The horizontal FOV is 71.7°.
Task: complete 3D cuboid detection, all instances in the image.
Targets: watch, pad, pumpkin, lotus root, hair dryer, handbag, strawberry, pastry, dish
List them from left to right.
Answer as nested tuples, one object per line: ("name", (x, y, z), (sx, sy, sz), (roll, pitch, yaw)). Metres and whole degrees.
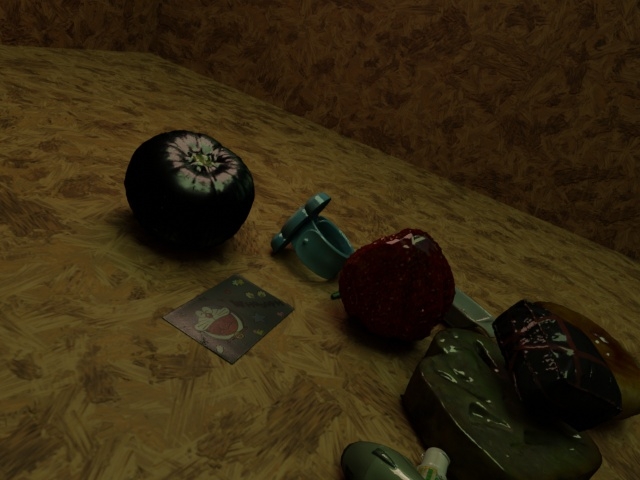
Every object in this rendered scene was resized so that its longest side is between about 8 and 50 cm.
("pumpkin", (-0.315, -0.115, 1.068), (0.315, 0.238, 0.315), (14, 44, -14))
("pad", (-0.178, 0.148, 0.912), (0.170, 0.006, 0.245), (28, 26, 15))
("watch", (0.000, 0.000, 1.178), (0.193, 0.211, 0.211), (47, 29, 5))
("hair dryer", (0.080, 0.347, 0.550), (0.219, 0.088, 0.225), (-6, 10, 36))
("strawberry", (0.182, 0.093, 0.982), (0.238, 0.288, 0.250), (42, 50, 18))
("dish", (0.367, 0.188, 1.183), (0.154, 0.064, 0.234), (12, 23, -46))
("lotus root", (0.343, 0.333, 0.851), (0.375, 0.111, 0.390), (30, 24, 6))
("handbag", (0.431, 0.229, 0.834), (0.169, 0.155, 0.215), (33, 29, -17))
("pastry", (0.632, 0.295, 1.099), (0.356, 0.164, 0.356), (23, 25, -11))

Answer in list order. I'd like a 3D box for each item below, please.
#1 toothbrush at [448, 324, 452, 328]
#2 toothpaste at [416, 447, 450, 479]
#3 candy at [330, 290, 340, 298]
("toothbrush", (0.369, 0.260, 1.116), (0.011, 0.014, 0.167), (27, 18, -32))
("toothpaste", (0.125, 0.401, 0.594), (0.056, 0.058, 0.314), (60, 33, -3))
("candy", (0.137, 0.110, 1.189), (0.305, 0.083, 0.091), (-14, 5, -38))
